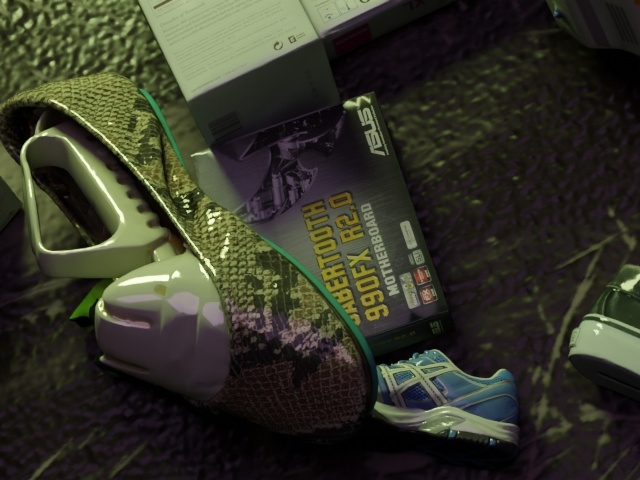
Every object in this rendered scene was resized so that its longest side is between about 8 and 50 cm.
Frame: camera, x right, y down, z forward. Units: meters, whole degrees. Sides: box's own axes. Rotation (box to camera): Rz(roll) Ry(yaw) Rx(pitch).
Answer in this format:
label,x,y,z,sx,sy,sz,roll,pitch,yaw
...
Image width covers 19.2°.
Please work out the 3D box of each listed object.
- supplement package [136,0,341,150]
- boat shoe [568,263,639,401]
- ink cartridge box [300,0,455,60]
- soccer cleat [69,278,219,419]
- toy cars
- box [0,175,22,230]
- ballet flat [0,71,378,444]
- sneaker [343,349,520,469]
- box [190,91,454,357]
label,x,y,z,sx,sy,sz,roll,pitch,yaw
supplement package,-0.097,-0.221,1.770,0.134,0.139,0.244,-26,64,-2
boat shoe,0.371,0.107,1.556,0.335,0.121,0.119,23,78,20
ink cartridge box,0.021,-0.343,1.840,0.185,0.065,0.311,-25,69,-2
soccer cleat,-0.155,0.107,1.694,0.072,0.060,0.179,-45,61,2
toy cars,0.173,-0.301,1.719,0.087,0.176,0.394,-36,79,-5
box,-0.356,-0.038,1.769,0.101,0.087,0.102,34,77,21
ballet flat,-0.147,0.018,1.611,0.182,0.164,0.483,-8,40,-33
sneaker,0.071,0.136,1.631,0.211,0.080,0.081,13,64,5
box,0.000,0.000,1.705,0.183,0.056,0.231,-18,66,2
